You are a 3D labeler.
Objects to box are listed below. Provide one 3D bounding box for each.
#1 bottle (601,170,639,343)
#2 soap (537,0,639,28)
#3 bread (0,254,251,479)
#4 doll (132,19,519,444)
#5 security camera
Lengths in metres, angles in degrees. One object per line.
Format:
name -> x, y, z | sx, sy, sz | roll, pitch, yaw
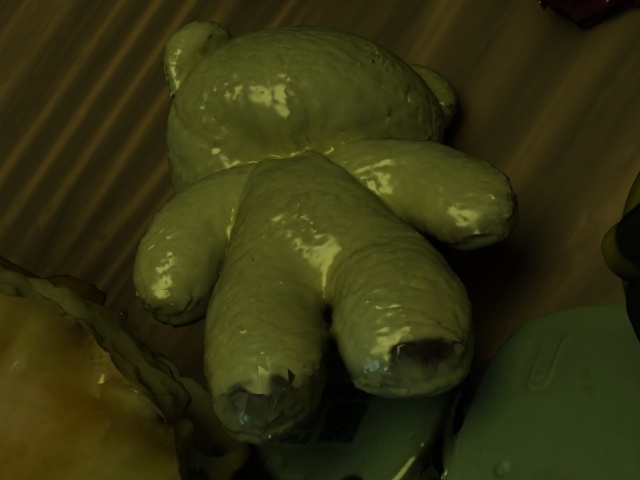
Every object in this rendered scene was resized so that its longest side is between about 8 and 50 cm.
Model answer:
bottle -> 0.225, 0.100, 0.514 | 0.171, 0.171, 0.351 | -27, 69, 17
soap -> 0.183, -0.241, 0.798 | 0.162, 0.099, 0.250 | 34, 86, 38
bread -> -0.273, 0.124, 0.752 | 0.361, 0.250, 0.394 | 36, 100, -2
doll -> -0.005, 0.001, 0.749 | 0.278, 0.175, 0.149 | -96, 21, -53
security camera -> 0.071, 0.102, 0.709 | 0.301, 0.080, 0.157 | -3, 52, 42
